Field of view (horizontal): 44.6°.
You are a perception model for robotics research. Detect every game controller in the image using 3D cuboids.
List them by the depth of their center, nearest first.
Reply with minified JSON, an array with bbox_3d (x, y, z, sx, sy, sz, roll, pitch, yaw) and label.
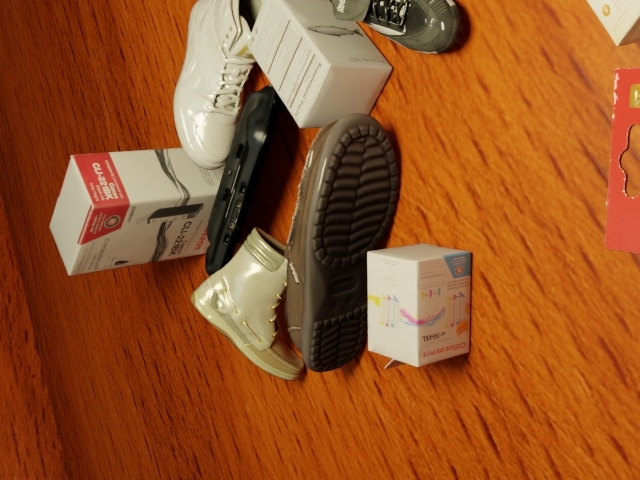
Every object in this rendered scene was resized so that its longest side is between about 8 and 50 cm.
[{"bbox_3d":[-0.120,-0.084,1.230,0.166,0.067,0.319,-100,25,-51],"label":"game controller"}]

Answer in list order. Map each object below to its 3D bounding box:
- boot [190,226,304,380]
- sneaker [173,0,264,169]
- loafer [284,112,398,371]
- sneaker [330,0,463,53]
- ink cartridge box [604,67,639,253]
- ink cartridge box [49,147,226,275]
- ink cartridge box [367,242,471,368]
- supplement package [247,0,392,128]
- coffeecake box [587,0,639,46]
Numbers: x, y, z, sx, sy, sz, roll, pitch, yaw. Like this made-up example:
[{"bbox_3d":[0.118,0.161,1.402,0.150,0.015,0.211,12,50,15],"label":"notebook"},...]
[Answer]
[{"bbox_3d":[-0.071,0.100,1.205,0.165,0.213,0.077,-47,7,9],"label":"boot"},{"bbox_3d":[-0.147,-0.265,1.220,0.169,0.108,0.293,-8,80,56],"label":"sneaker"},{"bbox_3d":[0.000,0.000,1.052,0.130,0.133,0.366,36,123,46],"label":"loafer"},{"bbox_3d":[0.068,-0.283,0.935,0.234,0.106,0.078,46,131,41],"label":"sneaker"},{"bbox_3d":[0.328,-0.061,0.654,0.224,0.056,0.181,13,105,51],"label":"ink cartridge box"},{"bbox_3d":[-0.304,-0.055,1.357,0.114,0.272,0.197,60,139,24],"label":"ink cartridge box"},{"bbox_3d":[0.118,0.083,0.937,0.090,0.092,0.143,10,105,53],"label":"ink cartridge box"},{"bbox_3d":[-0.005,-0.246,1.045,0.179,0.105,0.105,58,138,30],"label":"supplement package"},{"bbox_3d":[0.264,-0.286,0.659,0.142,0.068,0.185,111,139,-61],"label":"coffeecake box"}]
